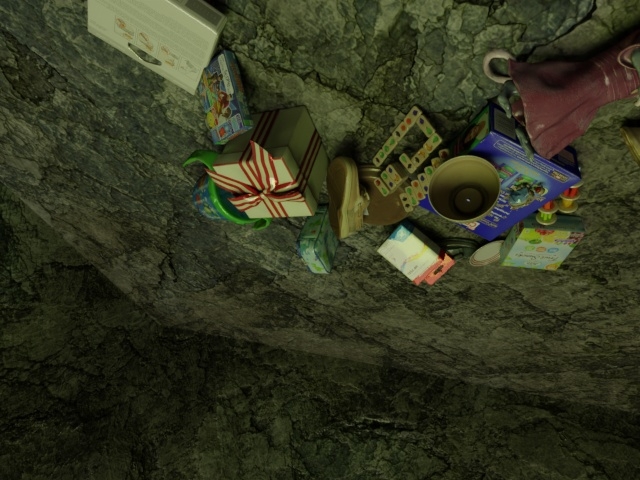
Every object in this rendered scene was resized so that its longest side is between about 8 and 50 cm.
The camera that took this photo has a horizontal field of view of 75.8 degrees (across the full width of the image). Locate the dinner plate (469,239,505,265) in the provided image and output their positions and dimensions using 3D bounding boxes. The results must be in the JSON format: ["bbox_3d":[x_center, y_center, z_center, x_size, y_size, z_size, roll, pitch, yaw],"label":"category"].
[{"bbox_3d":[0.572,0.040,1.396,0.141,0.017,0.141,-11,143,-8],"label":"dinner plate"}]

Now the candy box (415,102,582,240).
[{"bbox_3d":[0.455,-0.165,1.101,0.268,0.122,0.317,24,144,-11],"label":"candy box"}]

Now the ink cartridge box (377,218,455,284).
[{"bbox_3d":[0.328,0.053,1.404,0.231,0.078,0.134,40,118,3],"label":"ink cartridge box"}]

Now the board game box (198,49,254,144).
[{"bbox_3d":[-0.255,-0.372,1.084,0.136,0.035,0.201,-14,91,39],"label":"board game box"}]

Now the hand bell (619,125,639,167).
[{"bbox_3d":[0.798,-0.248,0.865,0.242,0.126,0.126,-28,127,33],"label":"hand bell"}]

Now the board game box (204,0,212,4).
[{"bbox_3d":[-0.381,-0.657,0.840,0.347,0.056,0.208,23,150,-8],"label":"board game box"}]

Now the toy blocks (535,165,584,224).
[{"bbox_3d":[0.639,-0.123,1.098,0.123,0.054,0.148,-29,138,-2],"label":"toy blocks"}]

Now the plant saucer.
[{"bbox_3d":[0.177,-0.136,1.342,0.278,0.041,0.277,12,147,8],"label":"plant saucer"}]

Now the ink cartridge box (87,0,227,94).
[{"bbox_3d":[-0.398,-0.517,0.981,0.296,0.066,0.261,28,156,-19],"label":"ink cartridge box"}]

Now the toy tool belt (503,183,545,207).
[{"bbox_3d":[0.496,-0.113,1.004,0.051,0.052,0.083,22,145,-25],"label":"toy tool belt"}]

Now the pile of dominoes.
[{"bbox_3d":[0.237,-0.205,1.114,0.196,0.040,0.251,56,147,12],"label":"pile of dominoes"}]

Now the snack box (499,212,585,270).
[{"bbox_3d":[0.680,0.007,1.278,0.175,0.070,0.207,5,146,7],"label":"snack box"}]

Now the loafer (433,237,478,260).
[{"bbox_3d":[0.418,0.050,1.458,0.268,0.084,0.096,0,143,25],"label":"loafer"}]

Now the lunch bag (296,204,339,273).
[{"bbox_3d":[0.000,0.000,1.453,0.090,0.218,0.176,-1,143,26],"label":"lunch bag"}]

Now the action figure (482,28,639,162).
[{"bbox_3d":[0.567,-0.325,0.823,0.370,0.275,0.248,-29,158,26],"label":"action figure"}]

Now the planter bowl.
[{"bbox_3d":[0.353,-0.110,0.999,0.162,0.162,0.109,-2,166,26],"label":"planter bowl"}]

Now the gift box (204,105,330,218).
[{"bbox_3d":[-0.148,-0.219,1.173,0.255,0.258,0.276,-5,141,29],"label":"gift box"}]

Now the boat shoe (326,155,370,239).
[{"bbox_3d":[0.089,-0.136,1.263,0.110,0.121,0.341,-19,151,-12],"label":"boat shoe"}]

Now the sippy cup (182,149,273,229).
[{"bbox_3d":[-0.309,-0.161,1.380,0.224,0.240,0.305,-8,101,48],"label":"sippy cup"}]
